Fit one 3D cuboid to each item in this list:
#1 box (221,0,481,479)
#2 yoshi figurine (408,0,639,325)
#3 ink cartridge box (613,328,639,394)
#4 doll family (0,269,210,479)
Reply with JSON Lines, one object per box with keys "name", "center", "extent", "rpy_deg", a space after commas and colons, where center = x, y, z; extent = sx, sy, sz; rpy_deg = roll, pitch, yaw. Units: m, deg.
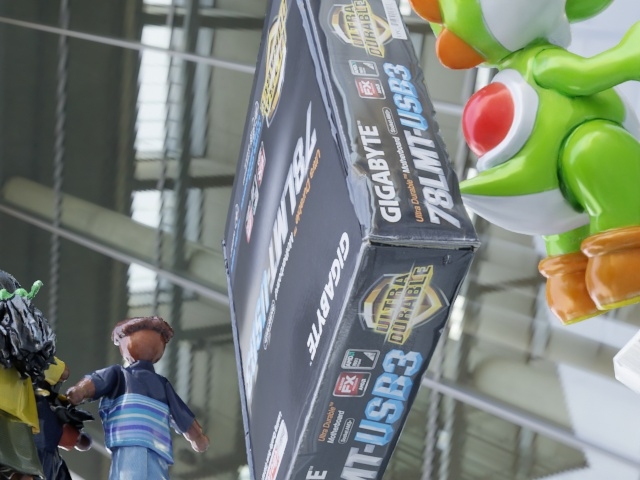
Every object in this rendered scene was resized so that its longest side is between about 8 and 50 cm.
{"name": "box", "center": [0.000, 0.000, 0.861], "extent": [0.073, 0.293, 0.296], "rpy_deg": [3, -45, -13]}
{"name": "yoshi figurine", "center": [0.204, -0.131, 1.038], "extent": [0.203, 0.203, 0.362], "rpy_deg": [-13, -99, -63]}
{"name": "ink cartridge box", "center": [0.389, 0.119, 1.436], "extent": [0.122, 0.088, 0.052], "rpy_deg": [-44, -34, -14]}
{"name": "doll family", "center": [-0.119, 0.067, 0.553], "extent": [0.193, 0.076, 0.111], "rpy_deg": [43, -148, -52]}
